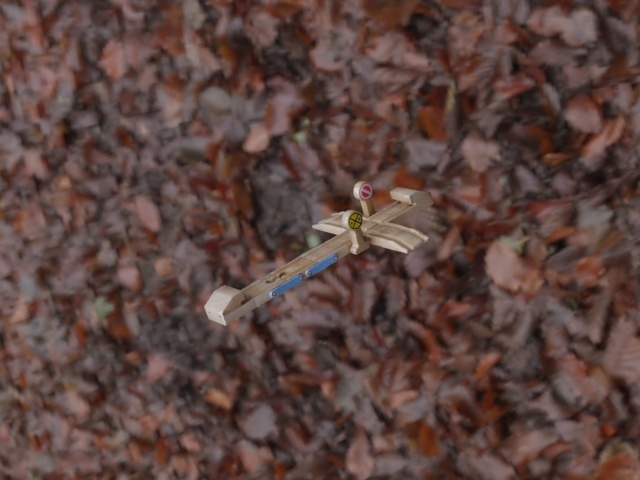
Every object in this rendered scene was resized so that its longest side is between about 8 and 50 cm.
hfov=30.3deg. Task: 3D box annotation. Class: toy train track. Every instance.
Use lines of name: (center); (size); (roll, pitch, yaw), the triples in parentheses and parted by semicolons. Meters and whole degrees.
toy train track: (0.000, 0.000, 0.358); (0.048, 0.083, 0.014); (15, 129, 52)
